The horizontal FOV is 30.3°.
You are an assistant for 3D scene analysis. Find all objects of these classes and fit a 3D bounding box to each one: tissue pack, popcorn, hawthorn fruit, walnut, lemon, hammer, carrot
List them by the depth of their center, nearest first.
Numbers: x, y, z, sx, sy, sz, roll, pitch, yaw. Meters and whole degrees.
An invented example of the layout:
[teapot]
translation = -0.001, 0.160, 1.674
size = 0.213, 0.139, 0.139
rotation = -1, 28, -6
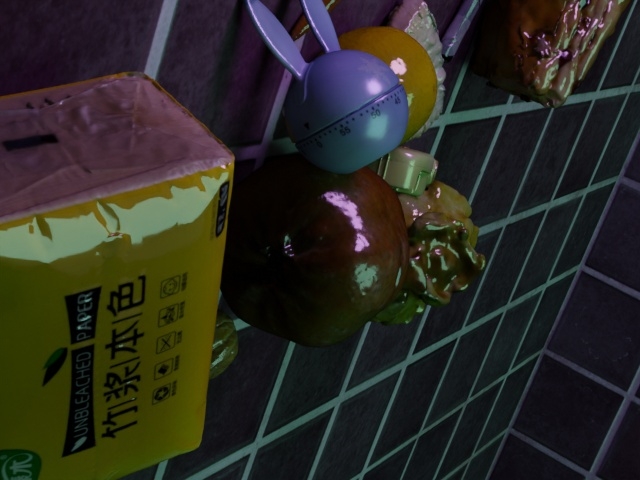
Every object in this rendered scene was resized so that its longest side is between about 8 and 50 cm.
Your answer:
[tissue pack]
translation = -0.263, 0.060, 1.167
size = 0.293, 0.228, 0.382
rotation = -17, 135, -33
[carrot]
translation = 0.027, -0.344, 1.604
size = 0.216, 0.048, 0.048
rotation = -49, 154, -17
[hawthorn fruit]
translation = 0.000, 0.000, 1.655
size = 0.301, 0.268, 0.267
rotation = -28, 141, -64
[lemon]
translation = 0.071, -0.212, 1.663
size = 0.203, 0.178, 0.178
rotation = -32, 143, -48
[walnut]
translation = -0.173, 0.150, 1.672
size = 0.124, 0.105, 0.105
rotation = -32, 146, -23
[popcorn]
translation = 0.141, 0.018, 1.981
size = 0.258, 0.224, 0.270
rotation = -29, -167, 27
[hammer]
translation = 0.300, -0.494, 1.992
size = 0.427, 0.044, 0.152
rotation = -60, 157, 0

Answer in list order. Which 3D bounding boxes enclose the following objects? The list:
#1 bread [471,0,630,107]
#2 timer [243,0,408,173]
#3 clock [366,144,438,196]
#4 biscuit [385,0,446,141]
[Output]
[bread]
translation = 0.393, -0.407, 2.055
size = 0.167, 0.277, 0.324
rotation = 31, 94, -22
[timer]
translation = -0.003, -0.196, 1.512
size = 0.175, 0.255, 0.175
rotation = -46, 171, -9
[clock]
translation = 0.098, -0.113, 1.834
size = 0.232, 0.170, 0.069
rotation = 7, 95, -68
[biscuit]
translation = 0.132, -0.239, 1.872
size = 0.179, 0.084, 0.281
rotation = -55, 156, -17
